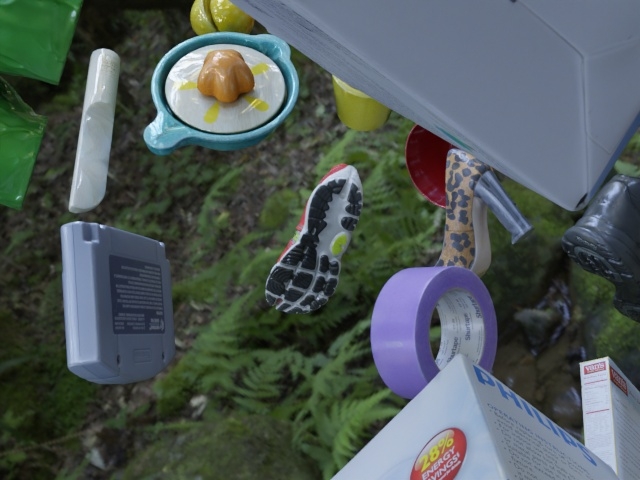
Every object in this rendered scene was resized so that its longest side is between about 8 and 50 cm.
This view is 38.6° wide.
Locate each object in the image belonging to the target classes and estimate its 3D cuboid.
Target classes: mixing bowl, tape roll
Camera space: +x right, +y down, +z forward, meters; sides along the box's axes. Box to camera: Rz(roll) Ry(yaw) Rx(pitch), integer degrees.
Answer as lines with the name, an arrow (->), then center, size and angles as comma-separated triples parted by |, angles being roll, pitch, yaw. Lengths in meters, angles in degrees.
mixing bowl -> 0.260, -0.159, 1.706 | 0.181, 0.181, 0.098 | 0, 20, 43
tape roll -> 0.162, 0.130, 1.278 | 0.080, 0.189, 0.189 | -5, 54, 44

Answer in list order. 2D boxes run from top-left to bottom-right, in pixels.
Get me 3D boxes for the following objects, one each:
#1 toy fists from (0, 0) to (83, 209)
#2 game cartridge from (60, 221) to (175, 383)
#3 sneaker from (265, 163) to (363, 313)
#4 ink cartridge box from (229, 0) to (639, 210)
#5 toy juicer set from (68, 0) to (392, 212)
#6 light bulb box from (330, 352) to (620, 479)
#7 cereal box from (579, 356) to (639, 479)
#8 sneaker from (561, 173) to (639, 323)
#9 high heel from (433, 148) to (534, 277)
toy fists -> -0.342, -0.168, 0.934 | 0.096, 0.142, 0.279 | -106, 37, -60
game cartridge -> -0.258, 0.088, 1.191 | 0.060, 0.294, 0.196 | -10, 83, 7
sneaker -> 0.000, 0.000, 1.492 | 0.279, 0.107, 0.118 | -61, 8, 25
ink cartridge box -> 0.018, -0.201, 0.636 | 0.151, 0.270, 0.395 | -57, 34, 5
toy juicer set -> -0.103, -0.166, 0.859 | 0.329, 0.089, 0.209 | -18, 59, -14
light bulb box -> 0.102, 0.351, 0.740 | 0.358, 0.225, 0.361 | -47, 19, 15
cereal box -> 0.393, 0.294, 1.173 | 0.047, 0.173, 0.240 | -20, 43, 32
sneaker -> 0.415, 0.026, 1.134 | 0.109, 0.286, 0.130 | 21, 75, 48
high heel -> 0.209, -0.018, 1.515 | 0.261, 0.093, 0.186 | -44, 72, 32
